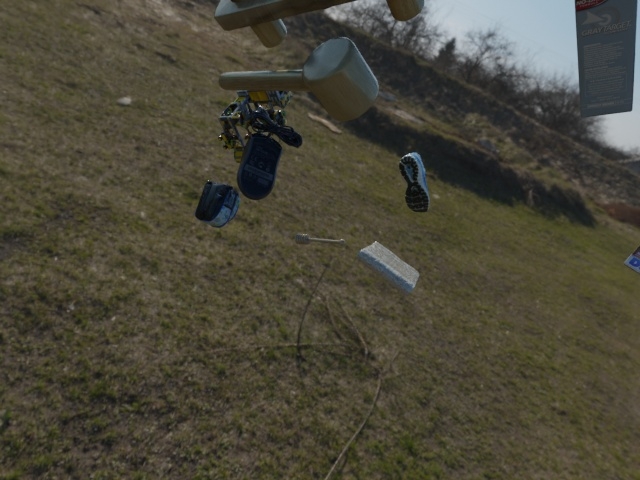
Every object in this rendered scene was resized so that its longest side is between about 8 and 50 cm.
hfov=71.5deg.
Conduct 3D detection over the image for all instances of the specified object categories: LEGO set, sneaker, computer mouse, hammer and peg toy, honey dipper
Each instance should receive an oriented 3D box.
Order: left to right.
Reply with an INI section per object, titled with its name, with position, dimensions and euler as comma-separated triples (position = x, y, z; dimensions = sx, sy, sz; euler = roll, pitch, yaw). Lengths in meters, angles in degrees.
[computer mouse]
position = -0.183, -0.251, 1.405
dimensions = 0.188, 0.273, 0.072
euler = 26, -14, -24
[LEGO set]
position = -0.186, -0.422, 1.543
dimensions = 0.192, 0.255, 0.331
euler = 6, 43, 27
[hammer and peg toy]
position = -0.006, -0.312, 0.489
dimensions = 0.265, 0.362, 0.127
euler = 6, -22, 33
[honey dipper]
position = 0.000, 0.000, 1.227
dimensions = 0.160, 0.031, 0.030
euler = 4, 7, 34
[sneaker]
position = 0.249, -0.146, 1.118
dimensions = 0.063, 0.162, 0.073
euler = 4, 32, 36

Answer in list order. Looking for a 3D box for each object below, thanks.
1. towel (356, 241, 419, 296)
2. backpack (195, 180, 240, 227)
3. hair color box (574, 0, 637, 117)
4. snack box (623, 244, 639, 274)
[towel]
position = 0.209, 0.081, 1.350
dimensions = 0.187, 0.049, 0.282
euler = 36, 13, 11
[backpack]
position = -0.282, -0.094, 1.230
dimensions = 0.104, 0.115, 0.084
euler = 14, -14, 34
[hair color box]
position = 0.647, -0.492, 1.005
dimensions = 0.113, 0.186, 0.375
euler = 1, -38, 34
[snack box]
position = 0.827, 0.085, 1.054
dimensions = 0.178, 0.064, 0.022
euler = 43, 16, 31
